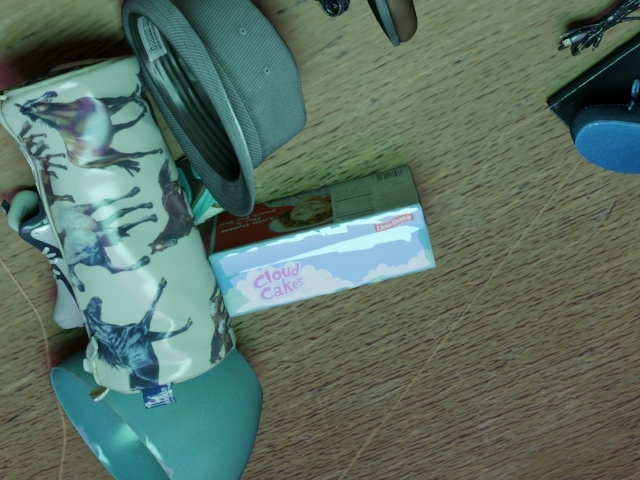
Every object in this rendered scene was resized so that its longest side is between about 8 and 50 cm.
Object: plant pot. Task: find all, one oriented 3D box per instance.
[{"bbox_3d":[-0.191,0.223,1.842,0.195,0.290,0.290,-39,137,-23],"label":"plant pot"}]

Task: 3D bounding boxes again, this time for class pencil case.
[{"bbox_3d":[-0.236,-0.018,1.579,0.183,0.160,0.410,-26,110,-23],"label":"pencil case"}]

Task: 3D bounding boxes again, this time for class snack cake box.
[{"bbox_3d":[0.000,0.000,1.714,0.264,0.152,0.089,-14,112,4],"label":"snack cake box"}]

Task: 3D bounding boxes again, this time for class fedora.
[{"bbox_3d":[-0.102,-0.175,1.521,0.124,0.243,0.275,-32,94,-16],"label":"fedora"}]

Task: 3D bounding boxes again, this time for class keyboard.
[{"bbox_3d":[0.406,-0.245,1.656,0.317,0.033,0.201,-36,134,20],"label":"keyboard"}]

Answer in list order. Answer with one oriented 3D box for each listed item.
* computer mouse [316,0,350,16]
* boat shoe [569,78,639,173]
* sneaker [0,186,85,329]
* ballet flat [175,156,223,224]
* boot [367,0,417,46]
[{"bbox_3d":[0.068,-0.317,1.525,0.193,0.042,0.106,-22,130,10],"label":"computer mouse"},{"bbox_3d":[0.407,-0.134,1.692,0.258,0.089,0.109,8,146,-30],"label":"boat shoe"},{"bbox_3d":[-0.330,0.001,1.711,0.153,0.094,0.235,16,127,-20],"label":"sneaker"},{"bbox_3d":[-0.137,-0.070,1.691,0.087,0.083,0.247,18,129,-41],"label":"ballet flat"},{"bbox_3d":[0.171,-0.354,1.457,0.280,0.096,0.264,-11,104,-4],"label":"boot"}]
